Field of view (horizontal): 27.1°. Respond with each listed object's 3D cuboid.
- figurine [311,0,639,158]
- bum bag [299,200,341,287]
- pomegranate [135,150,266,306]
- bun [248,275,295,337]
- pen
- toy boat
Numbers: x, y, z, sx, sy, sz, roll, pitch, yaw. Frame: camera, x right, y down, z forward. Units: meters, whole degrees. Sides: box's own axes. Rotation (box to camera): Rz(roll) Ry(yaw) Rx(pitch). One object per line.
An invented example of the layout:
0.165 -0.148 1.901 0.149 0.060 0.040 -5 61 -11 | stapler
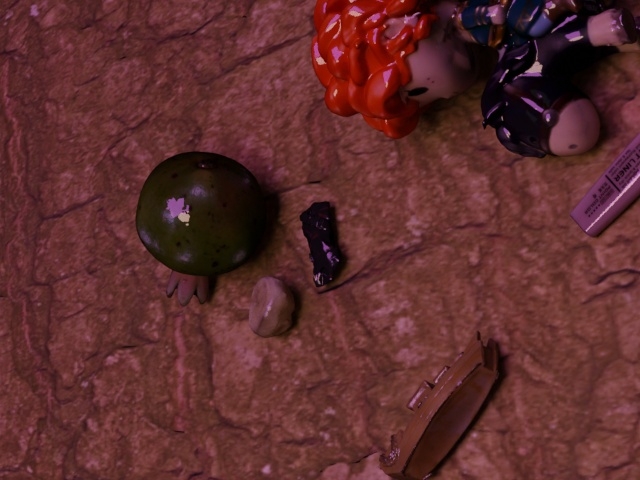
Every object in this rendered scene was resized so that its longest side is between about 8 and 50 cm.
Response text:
0.194 -0.250 1.588 0.412 0.241 0.306 19 116 26 | figurine
0.001 0.000 1.776 0.058 0.034 0.124 -38 54 37 | bum bag
-0.169 -0.012 1.849 0.187 0.187 0.225 48 138 39 | pomegranate
-0.062 0.091 1.788 0.086 0.055 0.086 -167 90 -69 | bun
0.361 -0.086 1.495 0.197 0.032 0.053 -50 50 19 | pen
0.142 0.199 1.575 0.206 0.064 0.072 -55 31 10 | toy boat
